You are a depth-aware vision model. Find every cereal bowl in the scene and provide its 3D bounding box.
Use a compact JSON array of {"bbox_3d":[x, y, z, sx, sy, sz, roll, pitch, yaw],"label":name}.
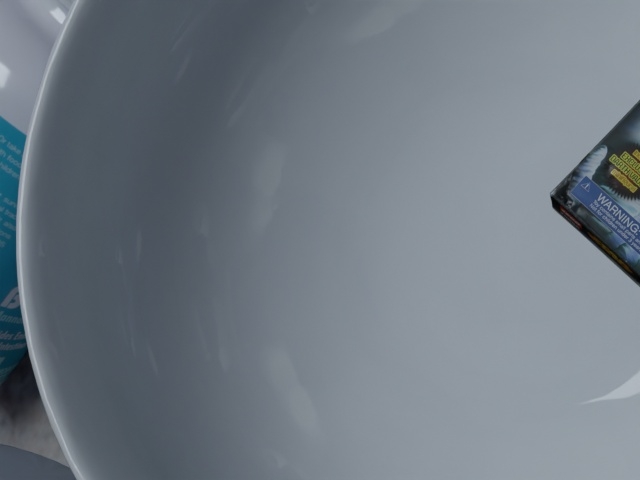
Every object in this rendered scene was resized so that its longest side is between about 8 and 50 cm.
[{"bbox_3d":[0.073,-0.004,0.553,0.338,0.141,0.339,-1,82,11],"label":"cereal bowl"}]

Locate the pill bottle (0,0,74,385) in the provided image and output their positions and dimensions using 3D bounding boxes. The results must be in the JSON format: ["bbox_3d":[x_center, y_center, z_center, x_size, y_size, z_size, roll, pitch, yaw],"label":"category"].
[{"bbox_3d":[-0.173,-0.039,0.826,0.264,0.146,0.146,-51,48,17],"label":"pill bottle"}]

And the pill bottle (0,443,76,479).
[{"bbox_3d":[-0.187,0.246,0.724,0.162,0.162,0.278,41,104,43],"label":"pill bottle"}]

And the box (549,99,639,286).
[{"bbox_3d":[0.149,0.000,0.453,0.137,0.027,0.094,43,91,13],"label":"box"}]

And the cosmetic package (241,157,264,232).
[{"bbox_3d":[0.000,0.000,0.674,0.041,0.115,0.060,11,83,51],"label":"cosmetic package"}]
